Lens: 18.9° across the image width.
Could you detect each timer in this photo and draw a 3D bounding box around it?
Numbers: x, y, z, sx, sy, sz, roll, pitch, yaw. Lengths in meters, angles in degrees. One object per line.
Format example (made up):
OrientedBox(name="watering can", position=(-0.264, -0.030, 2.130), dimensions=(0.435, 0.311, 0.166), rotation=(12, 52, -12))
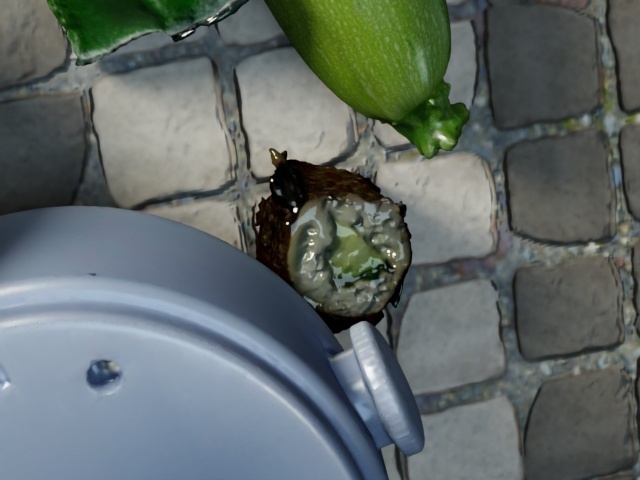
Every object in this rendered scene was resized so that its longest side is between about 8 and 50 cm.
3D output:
OrientedBox(name="timer", position=(-0.120, 0.157, 1.118), dimensions=(0.395, 0.173, 0.395), rotation=(-2, 112, -4))

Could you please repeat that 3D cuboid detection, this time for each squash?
OrientedBox(name="squash", position=(-0.023, -0.217, 1.092), dimensions=(0.107, 0.107, 0.395), rotation=(-35, 110, -4))

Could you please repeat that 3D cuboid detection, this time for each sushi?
OrientedBox(name="sushi", position=(0.001, 0.001, 1.168), dimensions=(0.098, 0.084, 0.094), rotation=(12, 105, -14))

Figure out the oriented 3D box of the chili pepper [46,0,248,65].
OrientedBox(name="chili pepper", position=(-0.154, -0.228, 1.045), dimensions=(0.099, 0.136, 0.270), rotation=(-46, 115, -26))
